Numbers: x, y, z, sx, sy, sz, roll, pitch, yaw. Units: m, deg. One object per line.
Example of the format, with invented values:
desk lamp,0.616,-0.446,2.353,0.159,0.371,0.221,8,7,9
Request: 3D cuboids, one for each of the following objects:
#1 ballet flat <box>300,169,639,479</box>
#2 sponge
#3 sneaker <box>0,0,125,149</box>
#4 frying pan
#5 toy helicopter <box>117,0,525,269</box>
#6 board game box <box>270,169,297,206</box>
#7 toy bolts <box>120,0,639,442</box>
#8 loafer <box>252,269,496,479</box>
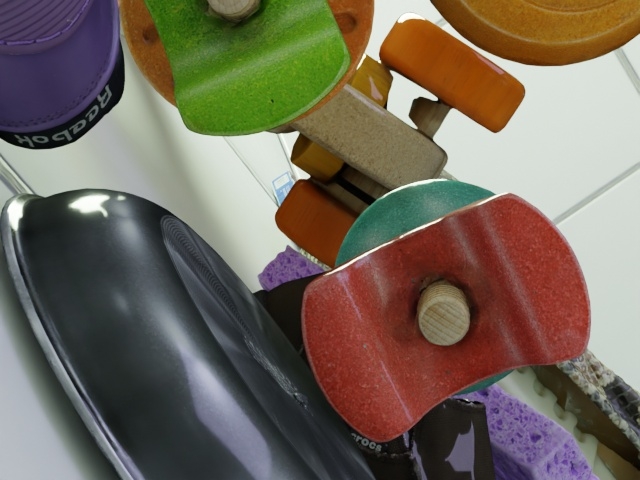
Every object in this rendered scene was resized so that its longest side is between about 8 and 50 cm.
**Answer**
ballet flat,0.153,0.151,0.963,0.483,0.164,0.182,47,32,-14
sponge,0.061,0.083,0.749,0.210,0.031,0.117,34,-11,40
sneaker,-0.145,-0.143,0.510,0.124,0.107,0.283,71,-5,-52
frying pan,-0.023,0.080,0.417,0.197,0.053,0.326,52,4,-22
toy helicopter,-0.066,-0.123,0.830,0.235,0.140,0.355,26,10,-38
board game box,0.000,0.000,1.077,0.090,0.020,0.090,54,6,-26
toy bolts,0.047,-0.055,0.567,0.158,0.218,0.229,-60,130,-83
loafer,0.044,0.101,0.629,0.220,0.078,0.080,57,7,12
